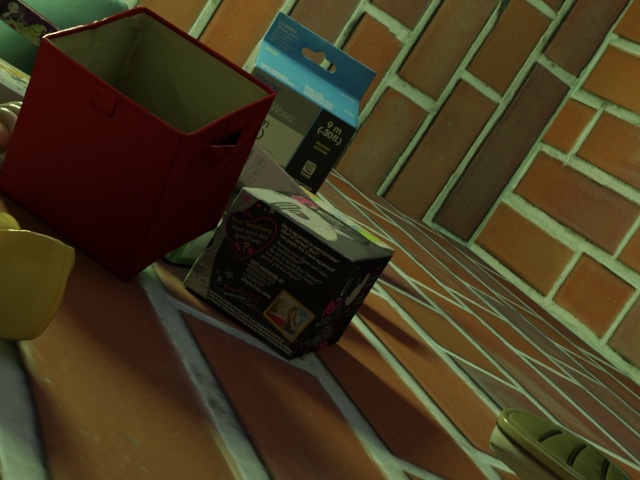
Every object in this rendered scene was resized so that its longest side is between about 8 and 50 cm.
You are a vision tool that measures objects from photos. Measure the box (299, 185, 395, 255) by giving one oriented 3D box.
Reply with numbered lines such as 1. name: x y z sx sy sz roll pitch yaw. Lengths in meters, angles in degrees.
1. box: 0.000 0.000 1.961 0.203 0.103 0.114 35 7 19

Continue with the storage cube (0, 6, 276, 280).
1. storage cube: -0.195 -0.105 1.287 0.215 0.193 0.184 35 33 12

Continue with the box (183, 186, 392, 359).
1. box: -0.032 0.032 1.469 0.163 0.142 0.247 34 7 11

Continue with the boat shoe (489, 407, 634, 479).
1. boat shoe: 0.293 0.296 1.256 0.302 0.103 0.113 36 21 18

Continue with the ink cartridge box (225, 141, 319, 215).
1. ink cartridge box: -0.139 -0.074 1.761 0.296 0.066 0.261 45 -25 -29

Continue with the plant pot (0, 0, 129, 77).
1. plant pot: -0.450 -0.371 2.158 0.290 0.195 0.290 33 7 -5

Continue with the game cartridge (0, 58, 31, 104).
1. game cartridge: -0.424 -0.197 1.695 0.297 0.062 0.198 31 3 -10

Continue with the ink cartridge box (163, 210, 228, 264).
1. ink cartridge box: -0.171 -0.019 1.536 0.109 0.062 0.209 34 7 16

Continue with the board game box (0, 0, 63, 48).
1. board game box: -0.514 -0.385 1.909 0.347 0.056 0.208 37 -2 -11

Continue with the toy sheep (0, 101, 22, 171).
1. toy sheep: -0.341 -0.115 1.371 0.091 0.091 0.132 34 11 15

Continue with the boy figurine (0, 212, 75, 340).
1. boy figurine: -0.296 -0.022 0.940 0.285 0.092 0.177 34 4 38

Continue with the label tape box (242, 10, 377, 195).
1. label tape box: -0.065 -0.239 2.350 0.241 0.333 0.106 30 8 -15
